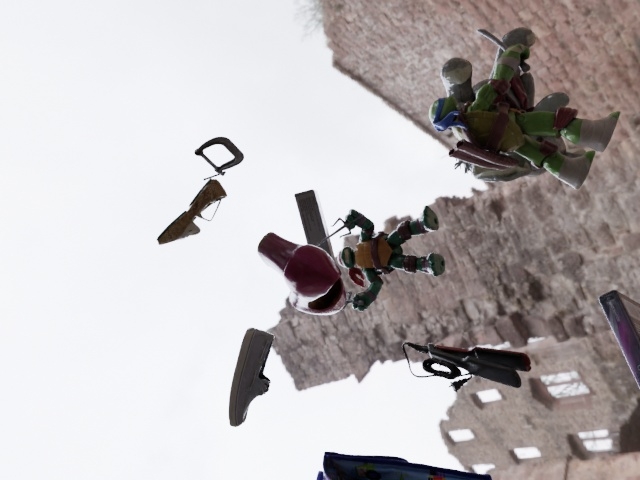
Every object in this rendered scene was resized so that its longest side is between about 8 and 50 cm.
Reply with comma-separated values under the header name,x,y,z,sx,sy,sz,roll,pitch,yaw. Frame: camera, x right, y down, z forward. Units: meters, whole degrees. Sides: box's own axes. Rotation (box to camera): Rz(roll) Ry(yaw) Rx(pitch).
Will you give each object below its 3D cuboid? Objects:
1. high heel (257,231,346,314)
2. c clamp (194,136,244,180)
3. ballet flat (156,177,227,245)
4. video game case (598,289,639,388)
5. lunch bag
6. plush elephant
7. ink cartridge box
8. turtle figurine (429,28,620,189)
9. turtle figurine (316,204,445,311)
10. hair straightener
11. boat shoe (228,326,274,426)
name,x,y,z,sx,sy,sz,roll,pitch,yaw
high heel,0.013,0.067,0.738,0.082,0.117,0.244,-53,-33,-13
c clamp,-0.269,-0.209,1.411,0.161,0.137,0.022,59,-166,-65
ballet flat,-0.293,-0.055,1.281,0.067,0.073,0.206,40,-103,-6
video game case,0.398,0.197,0.567,0.196,0.026,0.274,23,-136,-33
lunch bag,0.127,0.458,0.932,0.221,0.293,0.138,76,-150,-49
plush elephant,0.418,-0.247,1.170,0.271,0.255,0.330,-25,-47,-30
ink cartridge box,0.000,0.000,1.515,0.239,0.060,0.275,-37,-68,-84
turtle figurine,0.329,-0.213,0.899,0.266,0.198,0.274,24,-154,14
turtle figurine,0.095,0.022,0.961,0.118,0.234,0.175,-26,-79,-57
hair straightener,0.233,0.213,0.939,0.089,0.230,0.047,-42,-55,-38
boat shoe,-0.152,0.314,1.238,0.079,0.081,0.228,26,-105,-83
